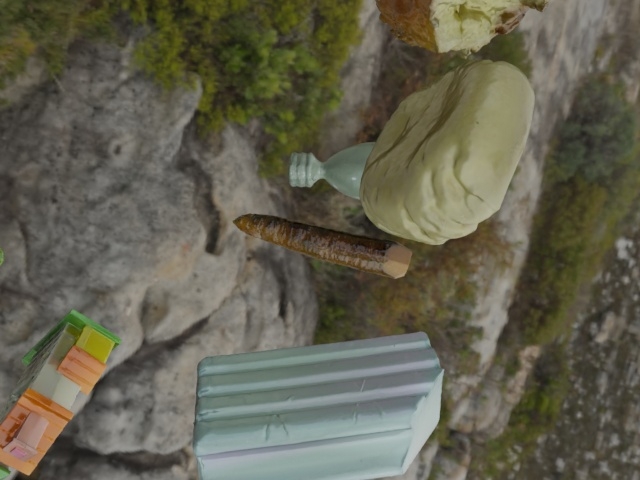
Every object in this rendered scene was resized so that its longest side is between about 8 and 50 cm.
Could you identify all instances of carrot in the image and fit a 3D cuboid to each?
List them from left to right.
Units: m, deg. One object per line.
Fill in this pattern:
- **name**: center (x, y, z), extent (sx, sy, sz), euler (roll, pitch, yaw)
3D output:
- **carrot**: center (0.000, 0.000, 1.299), extent (0.066, 0.314, 0.066), euler (15, 90, -86)

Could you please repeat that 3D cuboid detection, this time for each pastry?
- **pastry**: center (0.219, -0.463, 1.013), extent (0.405, 0.292, 0.337), euler (-44, -123, 59)

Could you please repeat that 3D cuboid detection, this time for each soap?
- **soap**: center (0.001, 0.199, 0.876), extent (0.173, 0.290, 0.095), euler (-108, -168, -66)

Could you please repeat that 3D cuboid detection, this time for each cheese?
- **cheese**: center (0.143, -0.102, 0.839), extent (0.226, 0.117, 0.214), euler (-62, -164, -6)

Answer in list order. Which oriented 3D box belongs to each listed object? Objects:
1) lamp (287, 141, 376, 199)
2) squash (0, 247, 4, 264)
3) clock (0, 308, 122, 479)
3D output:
- **lamp**: center (0.039, -0.125, 1.339), extent (0.106, 0.193, 0.106), euler (3, 90, -89)
- **squash**: center (-0.331, 0.000, 0.688), extent (0.089, 0.027, 0.027), euler (34, 70, -33)
- **clock**: center (-0.488, 0.286, 1.320), extent (0.106, 0.220, 0.255), euler (37, 40, -20)
